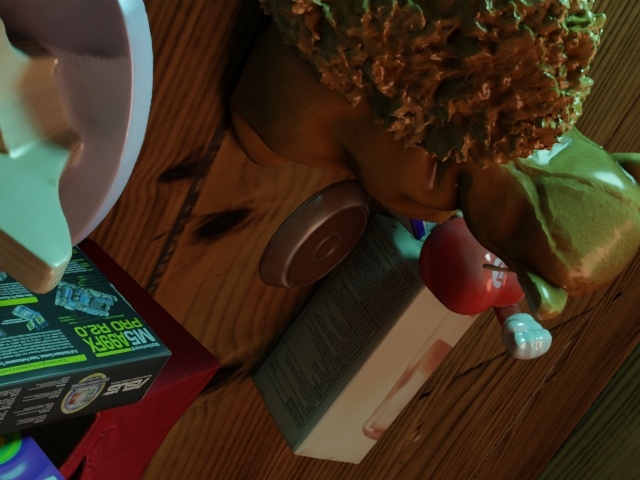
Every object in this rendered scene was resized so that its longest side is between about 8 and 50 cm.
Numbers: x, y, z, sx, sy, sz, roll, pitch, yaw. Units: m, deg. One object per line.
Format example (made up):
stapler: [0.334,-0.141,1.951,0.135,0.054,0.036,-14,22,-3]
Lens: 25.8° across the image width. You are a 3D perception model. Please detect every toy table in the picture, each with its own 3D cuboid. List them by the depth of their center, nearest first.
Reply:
toy table: [-0.233,-0.069,0.932,0.161,0.252,0.274,-39,151,-56]

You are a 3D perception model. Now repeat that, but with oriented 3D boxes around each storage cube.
storage cube: [-0.246,0.132,1.268,0.183,0.215,0.193,-56,161,23]

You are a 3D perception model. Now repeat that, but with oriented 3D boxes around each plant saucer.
plant saucer: [0.000,0.000,1.676,0.168,0.029,0.168,-35,154,-20]

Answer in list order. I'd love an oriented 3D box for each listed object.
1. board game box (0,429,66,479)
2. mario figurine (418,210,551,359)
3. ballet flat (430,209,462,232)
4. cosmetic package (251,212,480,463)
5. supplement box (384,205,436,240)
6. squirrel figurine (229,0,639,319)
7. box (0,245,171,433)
board game box: [-0.335,0.170,1.088,0.142,0.275,0.144,-22,148,-43]
mario figurine: [0.250,0.020,1.691,0.170,0.198,0.320,-51,166,21]
ballet flat: [0.162,-0.036,1.846,0.070,0.070,0.188,-31,150,-30]
cosmetic package: [0.061,0.131,1.806,0.129,0.153,0.296,18,119,-41]
supplement box: [0.153,-0.125,1.612,0.220,0.114,0.111,-40,156,-7]
squirrel figurine: [0.125,-0.109,1.220,0.281,0.370,0.397,-42,164,-8]
box: [-0.275,0.050,1.063,0.270,0.216,0.060,-7,137,-57]
